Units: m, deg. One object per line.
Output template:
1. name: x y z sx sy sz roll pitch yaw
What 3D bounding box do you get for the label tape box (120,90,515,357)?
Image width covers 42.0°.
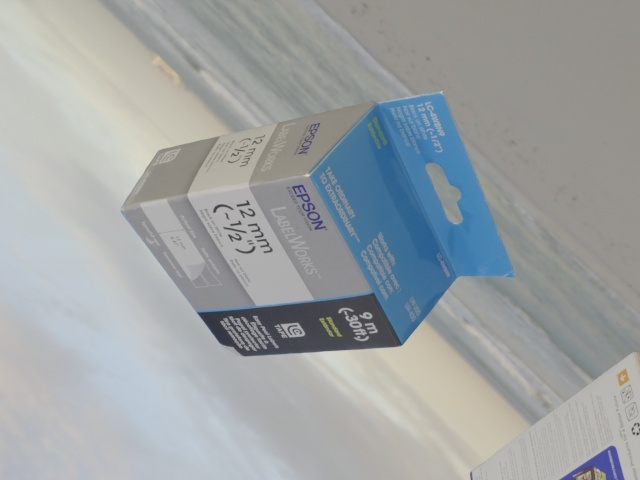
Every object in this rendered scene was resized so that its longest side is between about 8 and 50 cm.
1. label tape box: 0.000 0.000 0.893 0.347 0.115 0.249 -7 130 30

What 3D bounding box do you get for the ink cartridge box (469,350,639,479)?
1. ink cartridge box: 0.327 0.312 1.086 0.069 0.371 0.176 18 -134 -21
